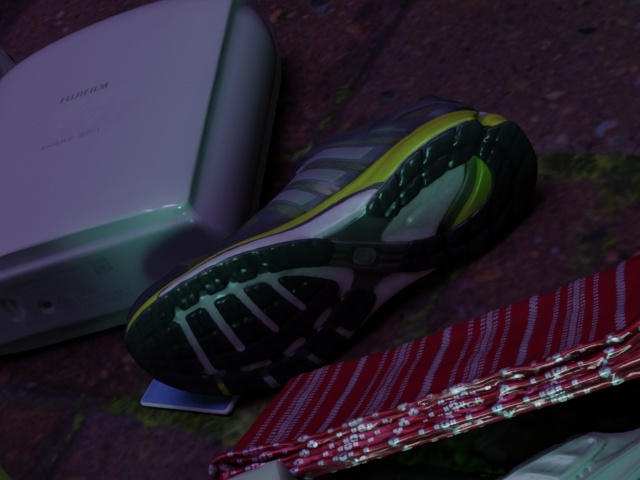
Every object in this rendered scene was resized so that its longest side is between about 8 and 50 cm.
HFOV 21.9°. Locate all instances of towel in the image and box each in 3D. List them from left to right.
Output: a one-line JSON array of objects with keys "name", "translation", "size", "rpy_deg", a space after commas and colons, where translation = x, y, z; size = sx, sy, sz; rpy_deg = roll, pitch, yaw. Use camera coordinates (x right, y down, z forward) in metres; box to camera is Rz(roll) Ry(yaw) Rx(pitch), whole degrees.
[{"name": "towel", "translation": [0.079, 0.072, 0.960], "size": [0.275, 0.031, 0.199], "rpy_deg": [-20, 7, 18]}]

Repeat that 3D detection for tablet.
[{"name": "tablet", "translation": [-0.083, 0.096, 1.150], "size": [0.083, 0.006, 0.054], "rpy_deg": [1, 49, 39]}]

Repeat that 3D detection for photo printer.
[{"name": "photo printer", "translation": [-0.160, -0.070, 1.311], "size": [0.256, 0.107, 0.307], "rpy_deg": [-16, 40, 23]}]

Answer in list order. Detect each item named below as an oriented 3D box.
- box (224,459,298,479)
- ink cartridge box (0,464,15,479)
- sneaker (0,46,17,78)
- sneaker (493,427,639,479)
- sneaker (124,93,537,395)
[{"name": "box", "translation": [-0.047, 0.254, 0.843], "size": [0.148, 0.127, 0.232], "rpy_deg": [-25, 38, 13]}, {"name": "ink cartridge box", "translation": [-0.250, 0.199, 0.995], "size": [0.097, 0.189, 0.255], "rpy_deg": [-16, 27, -30]}, {"name": "sneaker", "translation": [-0.350, -0.049, 1.404], "size": [0.122, 0.146, 0.330], "rpy_deg": [-8, 45, 29]}, {"name": "sneaker", "translation": [0.212, 0.130, 0.833], "size": [0.283, 0.110, 0.122], "rpy_deg": [-35, 54, 3]}, {"name": "sneaker", "translation": [0.000, 0.000, 1.132], "size": [0.300, 0.111, 0.121], "rpy_deg": [-29, 27, -4]}]
